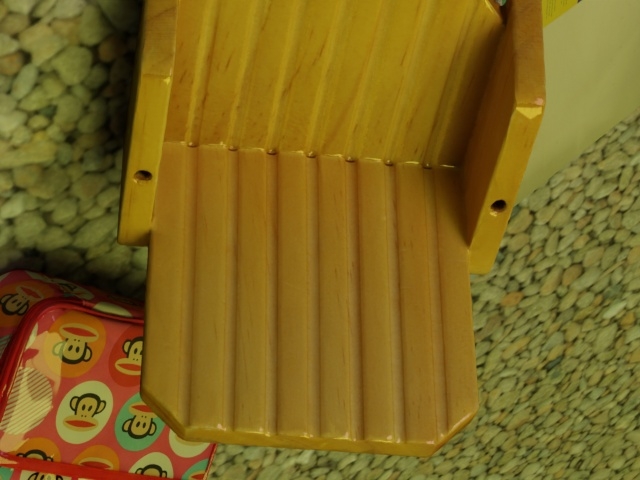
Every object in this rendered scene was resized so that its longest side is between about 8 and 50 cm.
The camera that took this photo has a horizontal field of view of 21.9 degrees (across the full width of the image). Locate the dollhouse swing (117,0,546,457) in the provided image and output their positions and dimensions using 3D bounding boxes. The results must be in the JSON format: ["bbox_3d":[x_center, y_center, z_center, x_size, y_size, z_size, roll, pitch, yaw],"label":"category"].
[{"bbox_3d":[0.008,-0.034,1.412,0.347,0.305,0.315,6,133,-9],"label":"dollhouse swing"}]

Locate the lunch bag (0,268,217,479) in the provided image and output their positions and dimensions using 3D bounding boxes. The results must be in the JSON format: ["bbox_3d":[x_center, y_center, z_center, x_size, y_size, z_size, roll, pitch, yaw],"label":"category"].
[{"bbox_3d":[-0.233,0.178,1.642,0.293,0.120,0.258,16,97,-44],"label":"lunch bag"}]

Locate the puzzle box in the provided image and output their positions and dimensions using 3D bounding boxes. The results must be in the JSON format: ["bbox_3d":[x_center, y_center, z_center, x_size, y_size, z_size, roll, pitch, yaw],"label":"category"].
[{"bbox_3d":[0.234,-0.219,1.650,0.272,0.052,0.409,-36,147,-24],"label":"puzzle box"}]
